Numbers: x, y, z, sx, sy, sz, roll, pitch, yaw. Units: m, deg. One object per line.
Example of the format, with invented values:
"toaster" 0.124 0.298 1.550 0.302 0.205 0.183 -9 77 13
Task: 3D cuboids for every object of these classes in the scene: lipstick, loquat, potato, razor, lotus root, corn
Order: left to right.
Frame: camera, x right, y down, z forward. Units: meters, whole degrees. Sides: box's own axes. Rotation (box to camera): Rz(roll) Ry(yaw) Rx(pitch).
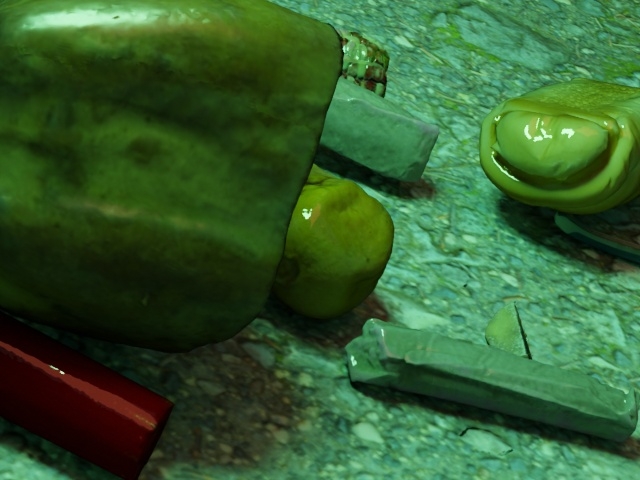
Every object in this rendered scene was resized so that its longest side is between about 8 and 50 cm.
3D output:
"lipstick" -0.243 0.083 1.231 0.279 0.073 0.073 26 31 4
"lotus root" -0.172 -0.068 1.294 0.250 0.316 0.316 12 32 -31
"corn" -0.061 -0.186 1.751 0.280 0.092 0.092 10 34 -14
"loquat" 0.000 0.000 1.472 0.137 0.113 0.137 9 42 -9
"potato" 0.169 0.097 1.523 0.036 0.037 0.093 -18 28 7
"razor" 0.331 0.006 1.759 0.191 0.037 0.068 12 20 -5

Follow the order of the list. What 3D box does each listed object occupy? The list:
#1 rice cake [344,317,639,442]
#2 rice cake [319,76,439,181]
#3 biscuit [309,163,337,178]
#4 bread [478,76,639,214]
"rice cake" 0.151 0.123 1.453 0.269 0.049 0.055 14 36 -16
"rice cake" -0.067 -0.168 1.669 0.399 0.070 0.064 26 16 -10
"biscuit" -0.068 -0.058 1.592 0.162 0.035 0.250 19 27 -1
"bread" 0.275 -0.098 1.778 0.172 0.121 0.311 14 18 27
